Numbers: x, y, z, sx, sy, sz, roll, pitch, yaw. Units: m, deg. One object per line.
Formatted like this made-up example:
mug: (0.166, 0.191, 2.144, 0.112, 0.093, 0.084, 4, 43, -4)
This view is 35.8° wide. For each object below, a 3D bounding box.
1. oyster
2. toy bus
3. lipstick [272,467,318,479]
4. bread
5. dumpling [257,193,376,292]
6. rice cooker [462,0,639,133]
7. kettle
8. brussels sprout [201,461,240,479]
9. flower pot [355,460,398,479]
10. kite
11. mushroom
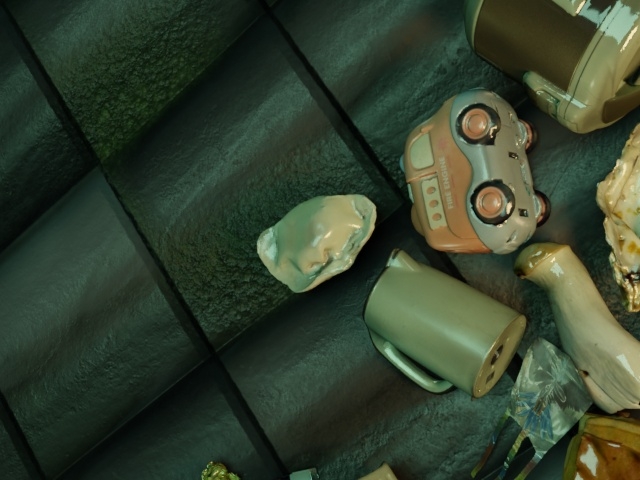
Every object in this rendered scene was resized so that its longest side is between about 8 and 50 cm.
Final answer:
oyster: (0.540, -0.051, 1.625, 0.166, 0.110, 0.341, -1, 82, 19)
toy bus: (0.255, -0.107, 1.724, 0.232, 0.194, 0.287, -17, 79, 34)
lipstick: (-0.056, 0.456, 1.892, 0.107, 0.025, 0.025, -18, 77, 28)
bread: (0.550, 0.446, 1.502, 0.370, 0.192, 0.314, 16, 93, 42)
dumpling: (0.000, 0.000, 1.847, 0.250, 0.132, 0.162, -24, 73, 21)
rice cooker: (0.431, -0.361, 1.582, 0.325, 0.335, 0.335, 40, 102, 21)
kettle: (0.201, 0.165, 1.739, 0.255, 0.165, 0.240, 29, 126, 24)
brussels sprout: (-0.200, 0.472, 1.932, 0.058, 0.085, 0.085, -12, 79, 53)
flower pot: (0.072, 0.527, 1.728, 0.239, 0.209, 0.189, -39, 72, 15)
kite: (0.343, 0.311, 1.676, 0.309, 0.015, 0.169, -62, 36, 29)
mushroom: (0.448, 0.136, 1.636, 0.159, 0.122, 0.328, -45, 66, 36)
